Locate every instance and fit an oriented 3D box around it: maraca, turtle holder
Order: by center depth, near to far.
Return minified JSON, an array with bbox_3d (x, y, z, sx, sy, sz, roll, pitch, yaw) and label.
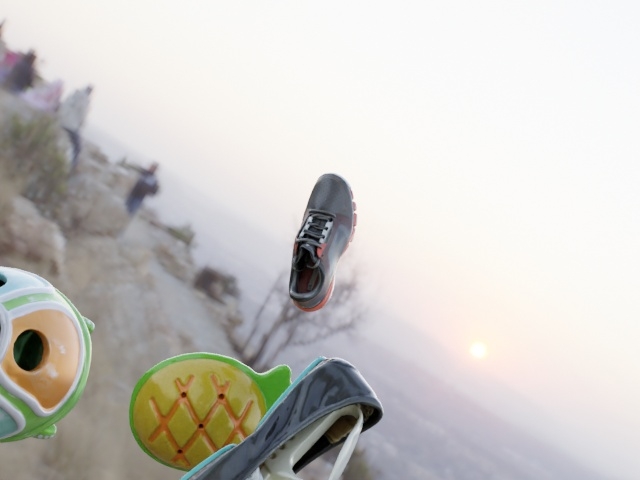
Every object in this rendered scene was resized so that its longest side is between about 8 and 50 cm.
[{"bbox_3d":[-0.103,0.178,1.285,0.185,0.127,0.099,2,12,-7],"label":"maraca"},{"bbox_3d":[-0.473,0.127,1.669,0.320,0.243,0.227,36,-9,13],"label":"turtle holder"}]

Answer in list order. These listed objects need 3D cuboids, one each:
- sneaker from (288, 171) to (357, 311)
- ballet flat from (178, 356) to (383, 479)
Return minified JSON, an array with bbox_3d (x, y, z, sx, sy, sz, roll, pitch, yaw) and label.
[{"bbox_3d":[0.000,0.000,1.370,0.061,0.158,0.065,8,-5,16],"label":"sneaker"},{"bbox_3d":[-0.047,0.211,1.130,0.096,0.280,0.095,35,-30,26],"label":"ballet flat"}]
